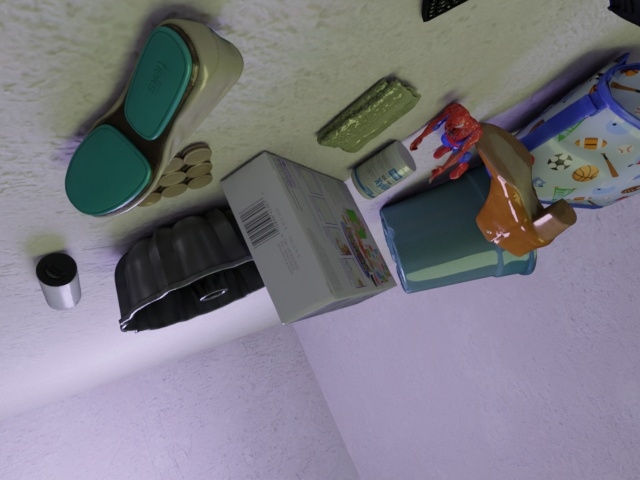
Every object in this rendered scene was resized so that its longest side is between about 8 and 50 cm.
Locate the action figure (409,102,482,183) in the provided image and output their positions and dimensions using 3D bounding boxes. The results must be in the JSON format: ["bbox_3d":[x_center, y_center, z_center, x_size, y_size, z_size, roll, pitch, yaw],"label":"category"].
[{"bbox_3d":[0.228,-0.165,0.885,0.139,0.091,0.280,-38,167,2],"label":"action figure"}]

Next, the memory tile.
[{"bbox_3d":[-0.211,-0.077,0.601,0.148,0.012,0.113,-22,168,-17],"label":"memory tile"}]

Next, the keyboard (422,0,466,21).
[{"bbox_3d":[0.197,-0.283,0.471,0.192,0.038,0.100,-27,167,7],"label":"keyboard"}]

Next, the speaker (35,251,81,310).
[{"bbox_3d":[-0.405,0.067,0.726,0.055,0.055,0.136,-18,166,-30],"label":"speaker"}]

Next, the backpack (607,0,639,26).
[{"bbox_3d":[0.430,-0.334,0.588,0.120,0.098,0.101,-3,126,-60],"label":"backpack"}]

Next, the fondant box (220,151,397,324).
[{"bbox_3d":[0.000,0.000,0.802,0.096,0.238,0.330,-30,167,21],"label":"fondant box"}]

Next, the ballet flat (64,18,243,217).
[{"bbox_3d":[-0.160,-0.105,0.448,0.248,0.086,0.086,-35,165,35],"label":"ballet flat"}]

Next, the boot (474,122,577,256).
[{"bbox_3d":[0.397,-0.098,1.038,0.104,0.295,0.211,-36,172,-23],"label":"boot"}]

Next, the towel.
[{"bbox_3d":[0.073,-0.180,0.689,0.148,0.027,0.110,-32,165,30],"label":"towel"}]

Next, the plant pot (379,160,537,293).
[{"bbox_3d":[0.359,-0.016,1.301,0.335,0.340,0.341,-18,168,4],"label":"plant pot"}]

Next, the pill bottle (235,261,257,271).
[{"bbox_3d":[-0.100,0.016,1.014,0.170,0.094,0.094,-29,167,18],"label":"pill bottle"}]

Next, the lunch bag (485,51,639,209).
[{"bbox_3d":[0.617,-0.227,1.043,0.386,0.238,0.328,-1,160,-25],"label":"lunch bag"}]

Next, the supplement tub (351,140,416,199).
[{"bbox_3d":[0.118,-0.131,0.882,0.107,0.070,0.071,-32,166,31],"label":"supplement tub"}]

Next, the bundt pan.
[{"bbox_3d":[-0.214,0.045,0.848,0.331,0.124,0.331,-24,167,-6],"label":"bundt pan"}]
